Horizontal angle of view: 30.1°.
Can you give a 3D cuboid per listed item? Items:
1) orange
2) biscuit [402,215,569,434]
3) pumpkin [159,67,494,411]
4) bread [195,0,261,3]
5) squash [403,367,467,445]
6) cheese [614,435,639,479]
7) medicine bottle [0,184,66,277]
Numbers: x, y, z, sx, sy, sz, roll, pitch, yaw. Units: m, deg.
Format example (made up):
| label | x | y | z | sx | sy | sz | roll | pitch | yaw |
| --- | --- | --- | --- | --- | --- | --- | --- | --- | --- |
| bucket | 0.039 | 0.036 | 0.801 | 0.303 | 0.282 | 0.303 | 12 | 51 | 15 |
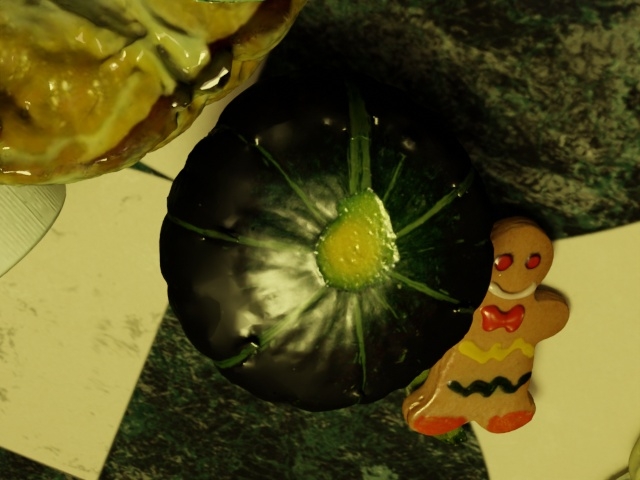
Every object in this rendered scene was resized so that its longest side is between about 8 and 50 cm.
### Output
| label | x | y | z | sx | sy | sz | roll | pitch | yaw |
| --- | --- | --- | --- | --- | --- | --- | --- | --- | --- |
| orange | -0.175 | -0.201 | 0.929 | 0.369 | 0.210 | 0.271 | -43 | 95 | -8 |
| biscuit | 0.166 | 0.091 | 1.157 | 0.165 | 0.036 | 0.250 | 0 | 121 | -21 |
| pumpkin | 0.000 | 0.000 | 1.059 | 0.296 | 0.296 | 0.296 | 7 | 128 | 9 |
| bread | -0.069 | -0.314 | 0.832 | 0.301 | 0.045 | 0.301 | 0 | 88 | -10 |
| squash | 0.113 | 0.127 | 1.223 | 0.066 | 0.066 | 0.252 | 0 | 126 | 14 |
| cheese | 0.358 | 0.250 | 1.265 | 0.127 | 0.050 | 0.255 | 39 | 125 | -16 |
| medicine bottle | -0.408 | -0.106 | 1.096 | 0.190 | 0.190 | 0.332 | -27 | 115 | 29 |
